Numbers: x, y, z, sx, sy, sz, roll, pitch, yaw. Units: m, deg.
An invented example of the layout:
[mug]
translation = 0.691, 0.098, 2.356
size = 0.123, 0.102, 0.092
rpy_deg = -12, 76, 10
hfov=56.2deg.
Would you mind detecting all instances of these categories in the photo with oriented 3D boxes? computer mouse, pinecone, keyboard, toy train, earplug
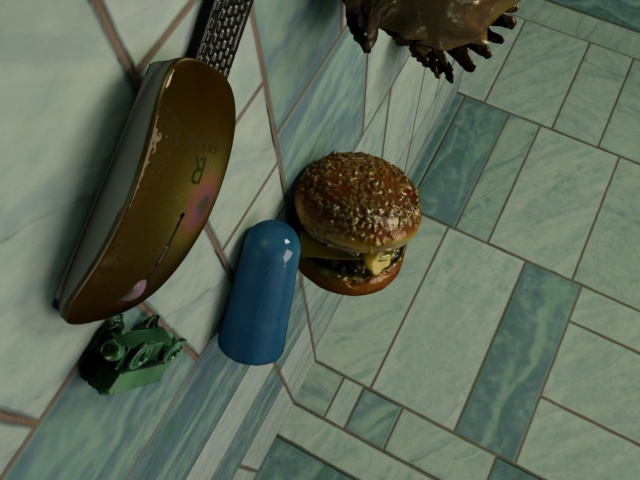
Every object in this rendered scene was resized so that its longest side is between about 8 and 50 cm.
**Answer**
[computer mouse]
translation = -0.177, -0.040, 0.641
size = 0.310, 0.071, 0.158
rpy_deg = -63, 163, 10
[pinecone]
translation = 0.336, -0.521, 1.449
size = 0.309, 0.244, 0.244
rpy_deg = -26, 174, 11
[keyboard]
translation = -0.084, -0.308, 0.657
size = 0.310, 0.018, 0.101
rpy_deg = -68, 168, 14
[toy train]
translation = -0.246, 0.153, 0.787
size = 0.099, 0.070, 0.172
rpy_deg = -55, 168, 2
[earplug]
translation = -0.107, 0.087, 1.116
size = 0.132, 0.132, 0.273
rpy_deg = -44, 153, -59

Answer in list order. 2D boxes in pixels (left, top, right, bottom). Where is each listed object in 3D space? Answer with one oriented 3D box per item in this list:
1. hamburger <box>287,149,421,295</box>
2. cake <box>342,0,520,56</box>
[hamburger]
translation = 0.065, -0.047, 1.247
size = 0.291, 0.291, 0.225
rpy_deg = -53, 163, -44
[cake]
translation = 0.155, -0.443, 0.911
size = 0.321, 0.332, 0.332
rpy_deg = -29, -174, 28
